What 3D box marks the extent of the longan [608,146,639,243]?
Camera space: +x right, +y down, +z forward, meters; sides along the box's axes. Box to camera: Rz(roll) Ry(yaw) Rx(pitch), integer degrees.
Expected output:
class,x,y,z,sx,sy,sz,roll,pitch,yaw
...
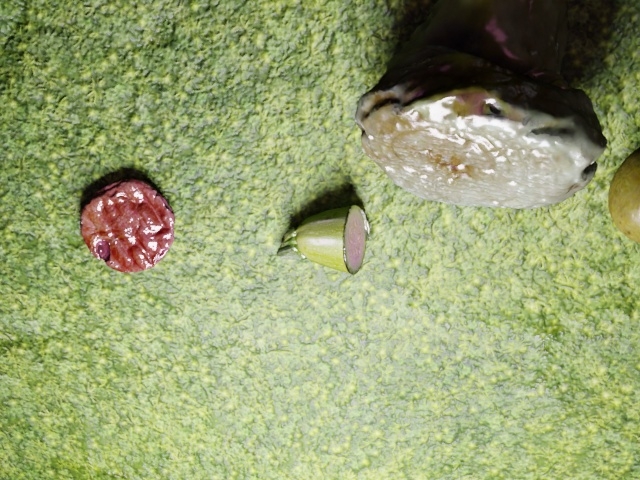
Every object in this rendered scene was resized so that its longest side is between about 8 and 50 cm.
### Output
class,x,y,z,sx,sy,sz,roll,pitch,yaw
longan,0.475,-0.059,1.032,0.155,0.145,0.176,4,154,27

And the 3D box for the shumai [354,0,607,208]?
class,x,y,z,sx,sy,sz,roll,pitch,yaw
shumai,0.220,-0.203,0.997,0.310,0.304,0.263,19,76,0

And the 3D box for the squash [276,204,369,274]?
class,x,y,z,sx,sy,sz,roll,pitch,yaw
squash,-0.006,-0.004,1.124,0.132,0.105,0.105,3,111,24

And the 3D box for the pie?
class,x,y,z,sx,sy,sz,roll,pitch,yaw
pie,-0.292,-0.022,1.159,0.154,0.038,0.153,1,109,2
